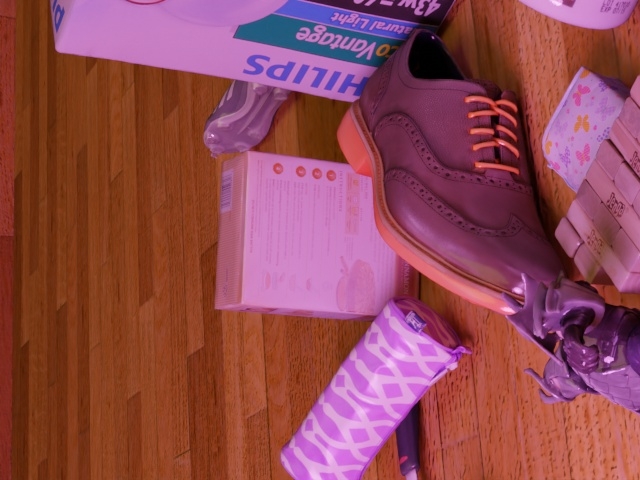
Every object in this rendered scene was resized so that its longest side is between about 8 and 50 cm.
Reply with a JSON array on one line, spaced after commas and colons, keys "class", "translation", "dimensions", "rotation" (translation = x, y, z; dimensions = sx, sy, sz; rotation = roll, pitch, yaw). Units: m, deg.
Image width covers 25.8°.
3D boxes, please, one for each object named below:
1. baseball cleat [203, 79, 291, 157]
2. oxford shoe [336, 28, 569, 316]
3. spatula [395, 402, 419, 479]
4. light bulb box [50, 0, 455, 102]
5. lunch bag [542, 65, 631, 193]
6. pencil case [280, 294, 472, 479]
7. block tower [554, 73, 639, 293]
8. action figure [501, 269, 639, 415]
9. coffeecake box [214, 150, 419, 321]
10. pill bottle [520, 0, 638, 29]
[{"class": "baseball cleat", "translation": [-0.077, -0.183, 1.678], "dimensions": [0.206, 0.072, 0.109], "rotation": [-39, 37, 50]}, {"class": "oxford shoe", "translation": [0.117, -0.063, 1.170], "dimensions": [0.133, 0.130, 0.364], "rotation": [-63, 34, 23]}, {"class": "spatula", "translation": [0.093, 0.232, 1.260], "dimensions": [0.084, 0.030, 0.296], "rotation": [-48, 43, 49]}, {"class": "light bulb box", "translation": [-0.038, -0.341, 1.277], "dimensions": [0.361, 0.357, 0.225], "rotation": [121, 147, -43]}, {"class": "lunch bag", "translation": [0.210, -0.078, 1.058], "dimensions": [0.083, 0.053, 0.071], "rotation": [-62, 34, 20]}, {"class": "pencil case", "translation": [0.049, 0.145, 1.263], "dimensions": [0.088, 0.086, 0.206], "rotation": [40, 109, 14]}, {"class": "block tower", "translation": [0.272, -0.108, 0.892], "dimensions": [0.091, 0.097, 0.335], "rotation": [-116, 38, -48]}, {"class": "action figure", "translation": [0.228, 0.068, 0.866], "dimensions": [0.285, 0.185, 0.099], "rotation": [-25, 48, 53]}, {"class": "coffeecake box", "translation": [0.000, 0.000, 1.322], "dimensions": [0.068, 0.185, 0.142], "rotation": [-15, 71, 63]}, {"class": "pill bottle", "translation": [0.214, -0.272, 1.015], "dimensions": [0.215, 0.117, 0.117], "rotation": [-68, 30, 30]}]
